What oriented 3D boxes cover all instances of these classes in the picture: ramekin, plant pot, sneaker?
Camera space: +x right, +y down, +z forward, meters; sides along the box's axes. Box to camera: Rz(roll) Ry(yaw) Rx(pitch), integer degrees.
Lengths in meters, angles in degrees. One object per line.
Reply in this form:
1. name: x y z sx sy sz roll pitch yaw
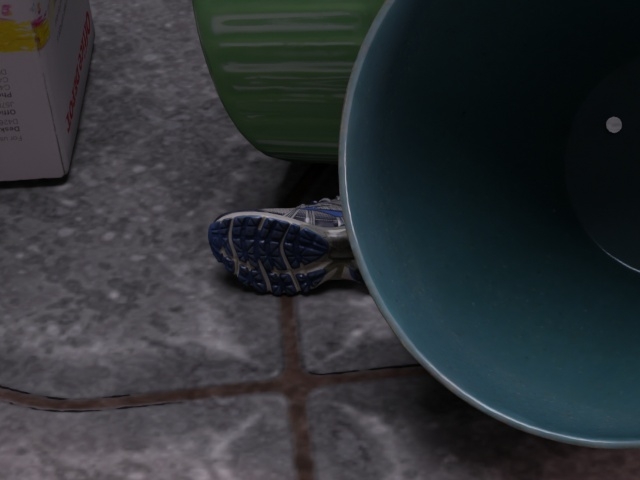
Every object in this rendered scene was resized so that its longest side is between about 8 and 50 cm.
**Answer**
1. ramekin: 0.032 -0.187 1.198 0.148 0.303 0.303 0 35 20
2. plant pot: 0.178 -0.044 1.030 0.290 0.290 0.195 10 5 20
3. sneaker: 0.000 0.000 1.154 0.135 0.052 0.058 6 27 3

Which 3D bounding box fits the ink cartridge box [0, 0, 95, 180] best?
1. ink cartridge box: -0.274 -0.195 1.263 0.197 0.270 0.198 -5 36 3
